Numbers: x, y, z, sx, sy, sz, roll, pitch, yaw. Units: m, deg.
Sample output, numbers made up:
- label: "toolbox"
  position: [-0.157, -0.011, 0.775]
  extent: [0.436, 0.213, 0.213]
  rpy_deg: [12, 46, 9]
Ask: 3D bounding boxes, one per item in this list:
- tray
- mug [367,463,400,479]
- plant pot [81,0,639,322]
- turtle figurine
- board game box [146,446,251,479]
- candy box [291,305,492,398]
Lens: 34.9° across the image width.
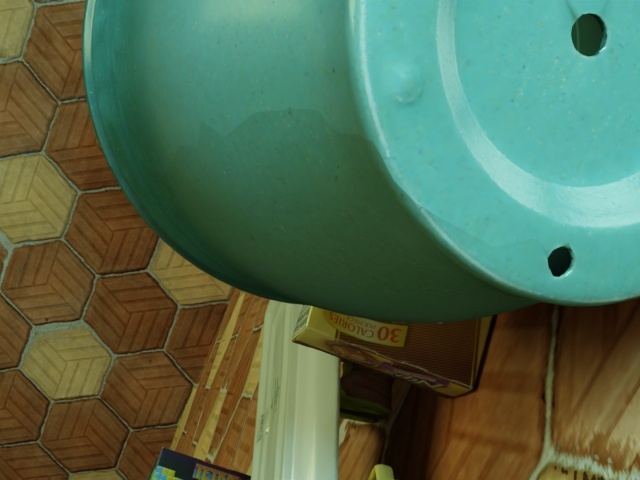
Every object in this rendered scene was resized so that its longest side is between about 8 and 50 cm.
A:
- label: "tray"
  position: [-0.020, 0.109, 0.695]
  extent: [0.145, 0.030, 0.270]
  rpy_deg: [113, 165, -46]
- label: "mug"
  position: [0.038, 0.171, 0.557]
  extent: [0.078, 0.062, 0.064]
  rpy_deg: [-44, -24, -51]
- label: "plant pot"
  position: [0.050, -0.083, 0.439]
  extent: [0.272, 0.271, 0.255]
  rpy_deg: [-69, 21, 0]
- label: "turtle figurine"
  position: [0.040, 0.030, 0.800]
  extent: [0.269, 0.087, 0.217]
  rpy_deg: [151, 133, -66]
- label: "board game box"
  position: [-0.112, 0.277, 0.989]
  extent: [0.170, 0.141, 0.048]
  rpy_deg: [120, 168, -47]
- label: "candy box"
  position: [0.064, -0.007, 0.641]
  extent: [0.053, 0.109, 0.187]
  rpy_deg: [128, 161, -72]
